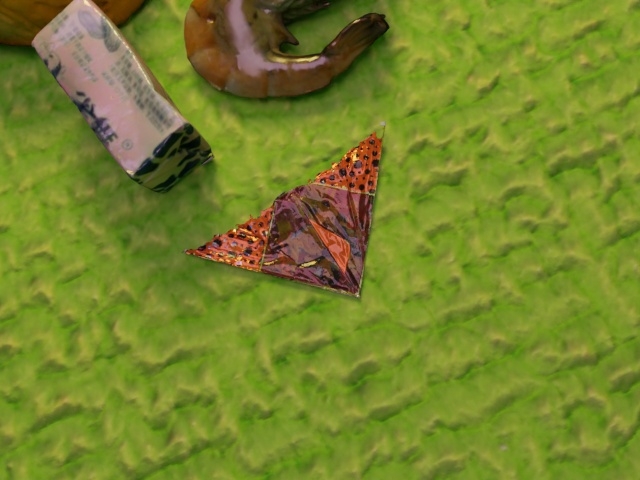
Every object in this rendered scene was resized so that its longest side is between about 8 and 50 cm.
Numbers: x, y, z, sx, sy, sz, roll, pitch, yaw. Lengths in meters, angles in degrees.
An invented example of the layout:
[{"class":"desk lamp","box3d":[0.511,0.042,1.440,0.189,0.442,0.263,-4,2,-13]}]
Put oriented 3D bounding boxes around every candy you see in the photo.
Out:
[{"class":"candy","box3d":[-0.174,-0.124,0.540,0.073,0.092,0.160,-39,80,1]}]

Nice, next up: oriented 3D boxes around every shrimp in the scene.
[{"class":"shrimp","box3d":[-0.006,-0.215,0.566,0.254,0.059,0.145,-16,80,1]}]

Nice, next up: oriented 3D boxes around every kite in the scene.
[{"class":"kite","box3d":[0.000,0.000,0.543,0.222,0.008,0.125,-33,78,-3]}]

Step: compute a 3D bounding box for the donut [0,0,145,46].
[{"class":"donut","box3d":[-0.300,-0.331,0.586,0.303,0.110,0.302,-1,78,5]}]
